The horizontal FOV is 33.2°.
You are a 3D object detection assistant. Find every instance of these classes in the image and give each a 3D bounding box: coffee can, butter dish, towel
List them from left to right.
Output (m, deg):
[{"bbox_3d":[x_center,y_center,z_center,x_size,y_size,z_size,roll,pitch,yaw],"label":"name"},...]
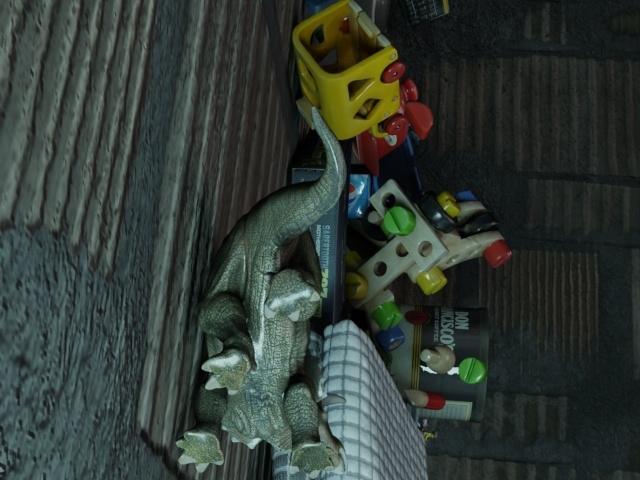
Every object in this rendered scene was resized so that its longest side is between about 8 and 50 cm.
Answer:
[{"bbox_3d":[0.031,0.251,1.141,0.283,0.121,0.235,60,23,-50],"label":"towel"},{"bbox_3d":[0.085,-0.198,1.555,0.160,0.118,0.160,62,-4,21],"label":"butter dish"},{"bbox_3d":[0.149,0.210,1.881,0.201,0.275,0.201,3,90,-85],"label":"coffee can"}]

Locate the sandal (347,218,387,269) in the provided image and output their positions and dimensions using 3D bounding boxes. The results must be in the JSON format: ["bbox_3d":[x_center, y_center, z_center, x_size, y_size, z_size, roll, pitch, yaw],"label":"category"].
[{"bbox_3d":[0.066,0.010,1.906,0.086,0.120,0.303,-58,170,-5],"label":"sandal"}]

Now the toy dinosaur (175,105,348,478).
[{"bbox_3d":[-0.040,0.053,0.715,0.160,0.121,0.313,-103,-172,-62],"label":"toy dinosaur"}]

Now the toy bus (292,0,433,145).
[{"bbox_3d":[0.026,-0.165,1.187,0.202,0.104,0.191,63,-11,-17],"label":"toy bus"}]

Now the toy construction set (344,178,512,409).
[{"bbox_3d":[0.112,0.063,1.403,0.237,0.257,0.308,23,55,-66],"label":"toy construction set"}]

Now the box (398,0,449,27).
[{"bbox_3d":[0.112,-0.468,1.572,0.322,0.079,0.257,-6,76,-82],"label":"box"}]

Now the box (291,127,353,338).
[{"bbox_3d":[0.000,0.000,1.269,0.183,0.059,0.232,-72,165,-69],"label":"box"}]

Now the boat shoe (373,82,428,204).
[{"bbox_3d":[0.129,-0.143,1.688,0.109,0.089,0.258,80,11,-58],"label":"boat shoe"}]

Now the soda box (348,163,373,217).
[{"bbox_3d":[0.046,-0.080,1.679,0.210,0.071,0.067,-55,146,-81],"label":"soda box"}]

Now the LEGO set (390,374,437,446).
[{"bbox_3d":[0.074,0.335,1.578,0.331,0.192,0.255,71,23,-77],"label":"LEGO set"}]

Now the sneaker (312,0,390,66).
[{"bbox_3d":[0.046,-0.310,1.397,0.147,0.105,0.295,82,18,-74],"label":"sneaker"}]
